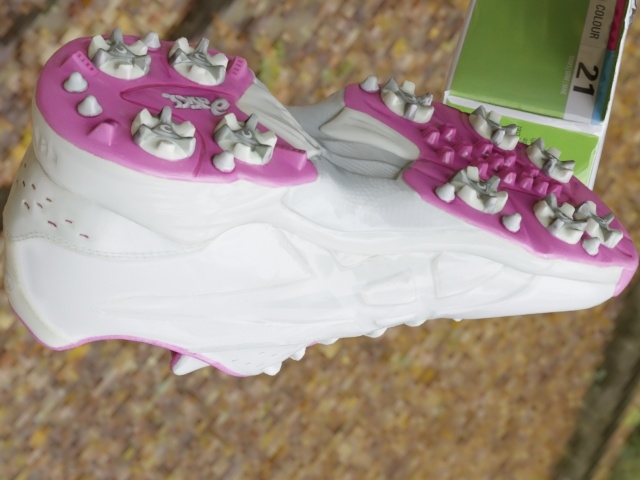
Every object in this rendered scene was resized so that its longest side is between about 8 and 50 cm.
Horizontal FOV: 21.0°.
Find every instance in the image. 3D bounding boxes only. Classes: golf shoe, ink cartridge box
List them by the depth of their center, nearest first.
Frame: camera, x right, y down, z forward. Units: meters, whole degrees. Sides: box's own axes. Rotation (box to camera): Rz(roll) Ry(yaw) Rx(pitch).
[{"bbox_3d":[0.000,0.000,0.777,0.306,0.115,0.140,11,123,-28],"label":"golf shoe"},{"bbox_3d":[0.132,-0.137,1.001,0.255,0.097,0.189,93,12,-48],"label":"ink cartridge box"}]
